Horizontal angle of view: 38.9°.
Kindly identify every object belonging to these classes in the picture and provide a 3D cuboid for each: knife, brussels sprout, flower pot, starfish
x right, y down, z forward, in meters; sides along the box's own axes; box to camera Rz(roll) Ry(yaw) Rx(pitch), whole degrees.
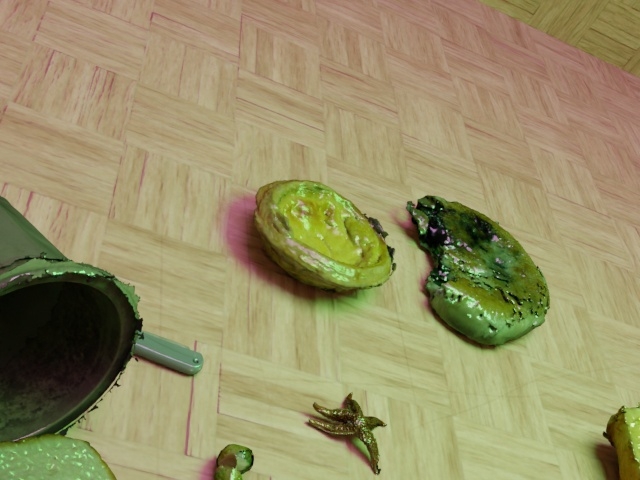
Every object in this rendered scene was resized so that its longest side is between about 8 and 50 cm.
[{"bbox_3d":[-0.237,0.143,1.252,0.162,0.023,0.044,24,38,-13],"label":"knife"},{"bbox_3d":[-0.112,0.295,1.148,0.083,0.046,0.051,-81,150,-52],"label":"brussels sprout"},{"bbox_3d":[-0.382,0.073,1.039,0.290,0.290,0.259,-7,40,-42],"label":"flower pot"},{"bbox_3d":[0.060,0.274,1.312,0.133,0.041,0.130,-9,54,-43],"label":"starfish"}]

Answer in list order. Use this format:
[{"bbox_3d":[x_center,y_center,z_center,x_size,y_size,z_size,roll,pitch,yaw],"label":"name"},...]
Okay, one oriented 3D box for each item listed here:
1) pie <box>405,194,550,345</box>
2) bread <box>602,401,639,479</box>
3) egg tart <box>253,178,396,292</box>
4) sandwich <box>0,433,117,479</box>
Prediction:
[{"bbox_3d":[0.305,0.055,1.732,0.296,0.078,0.371,17,38,-24],"label":"pie"},{"bbox_3d":[0.594,0.378,1.521,0.261,0.147,0.160,15,48,-14],"label":"bread"},{"bbox_3d":[0.000,0.000,1.552,0.279,0.095,0.279,25,32,-17],"label":"egg tart"},{"bbox_3d":[-0.267,0.321,0.905,0.273,0.095,0.249,48,17,22],"label":"sandwich"}]
